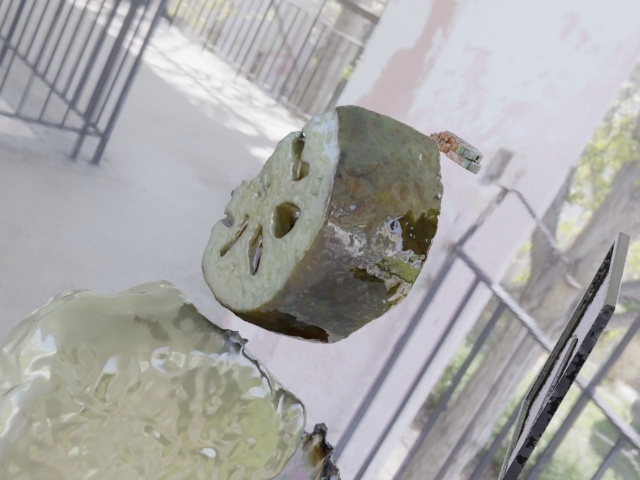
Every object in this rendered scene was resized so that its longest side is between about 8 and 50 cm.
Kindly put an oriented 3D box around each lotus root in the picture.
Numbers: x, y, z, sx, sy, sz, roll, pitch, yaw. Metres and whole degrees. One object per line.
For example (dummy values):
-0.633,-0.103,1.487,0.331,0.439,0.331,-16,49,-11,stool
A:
0.000,0.000,0.766,0.119,0.235,0.138,15,42,-38,lotus root

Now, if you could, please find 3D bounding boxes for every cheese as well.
-0.170,0.185,0.824,0.326,0.318,0.115,-14,28,-32,cheese

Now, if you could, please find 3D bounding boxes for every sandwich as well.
0.184,-0.121,1.178,0.067,0.029,0.135,27,14,-22,sandwich

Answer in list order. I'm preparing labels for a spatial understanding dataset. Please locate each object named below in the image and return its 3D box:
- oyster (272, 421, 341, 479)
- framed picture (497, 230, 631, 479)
-0.058,0.323,0.935,0.092,0.198,0.259,37,47,-12,oyster
0.264,0.135,0.958,0.018,0.265,0.192,27,31,12,framed picture
